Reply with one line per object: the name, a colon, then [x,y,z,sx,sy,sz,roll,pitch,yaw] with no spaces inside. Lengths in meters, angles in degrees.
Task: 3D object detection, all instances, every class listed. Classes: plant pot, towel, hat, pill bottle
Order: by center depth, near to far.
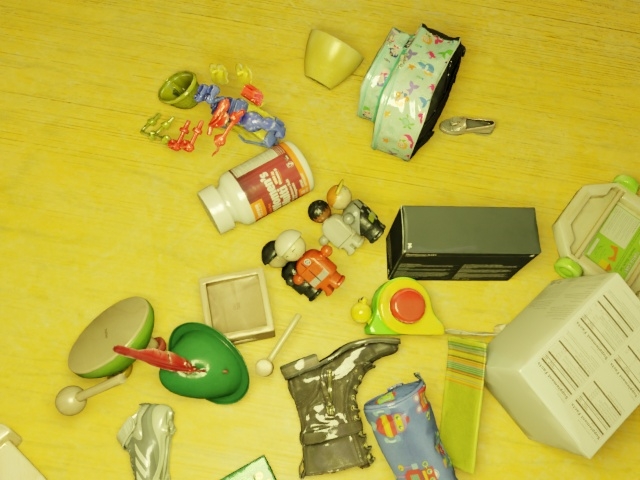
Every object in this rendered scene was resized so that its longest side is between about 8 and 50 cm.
hat: [-0.254,0.255,1.082,0.208,0.173,0.183,40,33,4]
towel: [0.263,0.302,1.154,0.021,0.102,0.237,11,83,-26]
pill bottle: [-0.133,-0.107,1.276,0.221,0.121,0.121,-30,76,-12]
plant pot: [0.016,-0.398,1.390,0.134,0.134,0.095,29,97,6]

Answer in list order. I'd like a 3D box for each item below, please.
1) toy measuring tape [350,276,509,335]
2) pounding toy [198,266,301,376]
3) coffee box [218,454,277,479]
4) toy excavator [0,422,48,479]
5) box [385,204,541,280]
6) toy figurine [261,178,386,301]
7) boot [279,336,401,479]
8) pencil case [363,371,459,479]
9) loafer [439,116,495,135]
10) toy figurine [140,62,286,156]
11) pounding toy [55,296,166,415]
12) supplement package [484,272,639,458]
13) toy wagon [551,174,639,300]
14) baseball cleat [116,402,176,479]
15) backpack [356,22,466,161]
toy measuring tape: [0.220,0.133,1.229,0.330,0.121,0.121,3,71,-12]
pounding toy: [-0.127,0.166,1.200,0.181,0.094,0.206,-10,73,-6]
coffee box: [-0.110,0.501,1.118,0.113,0.040,0.184,-27,75,-11]
toy excavator: [-0.478,0.568,1.012,0.433,0.222,0.445,15,58,2]
box: [0.274,0.009,1.229,0.261,0.184,0.103,1,72,-4]
toy figurine: [0.000,0.000,1.201,0.148,0.213,0.209,42,75,-4]
boot: [0.057,0.315,1.177,0.263,0.091,0.229,-17,79,-5]
pencil case: [0.184,0.397,1.099,0.119,0.133,0.306,-24,89,16]
loafer: [0.334,-0.264,1.399,0.125,0.039,0.045,2,72,-3]
toy figurine: [-0.193,-0.238,1.317,0.362,0.217,0.191,17,83,48]
pounding toy: [-0.370,0.225,1.152,0.183,0.110,0.237,-23,33,19]
supplement package: [0.464,0.222,1.145,0.262,0.199,0.198,-40,92,-14]
toy wagon: [0.667,0.032,1.307,0.344,0.068,0.267,38,74,8]
baseball cleat: [-0.325,0.405,1.133,0.109,0.072,0.206,2,69,14]
backpack: [0.181,-0.306,1.306,0.191,0.225,0.254,18,69,4]
